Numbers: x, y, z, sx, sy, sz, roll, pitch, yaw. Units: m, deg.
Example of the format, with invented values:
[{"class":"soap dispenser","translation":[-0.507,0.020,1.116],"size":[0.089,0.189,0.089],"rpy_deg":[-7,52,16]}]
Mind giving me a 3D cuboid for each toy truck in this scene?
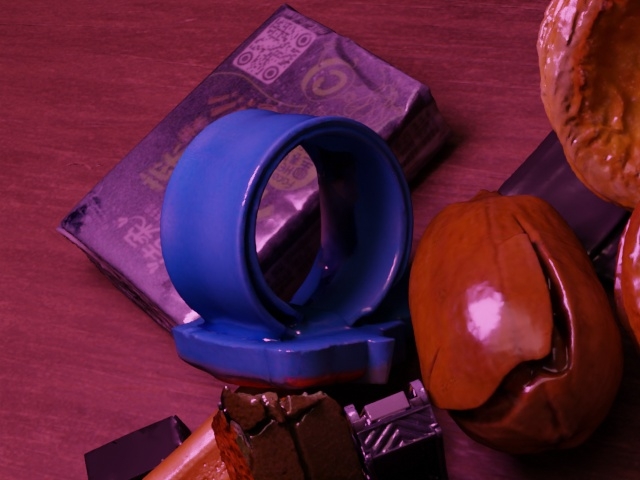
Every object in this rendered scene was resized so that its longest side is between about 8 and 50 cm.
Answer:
[{"class":"toy truck","translation":[0.077,0.214,1.599],"size":[0.083,0.192,0.092],"rpy_deg":[-21,55,-7]}]

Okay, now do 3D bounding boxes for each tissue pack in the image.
[{"class":"tissue pack","translation":[-0.080,-0.072,1.931],"size":[0.394,0.124,0.288],"rpy_deg":[-46,48,-10]}]

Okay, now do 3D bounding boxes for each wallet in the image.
[{"class":"wallet","translation":[0.367,-0.053,1.754],"size":[0.323,0.041,0.247],"rpy_deg":[34,75,34]}]

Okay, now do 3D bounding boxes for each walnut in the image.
[{"class":"walnut","translation":[0.186,0.066,1.656],"size":[0.209,0.209,0.336],"rpy_deg":[-19,42,12]}]

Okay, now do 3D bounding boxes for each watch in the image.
[{"class":"watch","translation":[0.000,0.000,1.700],"size":[0.305,0.274,0.241],"rpy_deg":[-15,15,-42]}]

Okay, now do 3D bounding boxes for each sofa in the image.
[{"class":"sofa","translation":[-0.197,0.242,1.812],"size":[0.118,0.039,0.060],"rpy_deg":[-24,51,7]}]

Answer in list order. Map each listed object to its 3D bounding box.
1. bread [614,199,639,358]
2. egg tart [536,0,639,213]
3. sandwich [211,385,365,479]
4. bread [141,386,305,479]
[{"class":"bread","translation":[0.418,0.040,1.542],"size":[0.312,0.172,0.312],"rpy_deg":[-4,78,18]},{"class":"egg tart","translation":[0.374,-0.169,1.683],"size":[0.319,0.319,0.128],"rpy_deg":[-17,11,14]},{"class":"sandwich","translation":[-0.023,0.250,1.614],"size":[0.109,0.292,0.212],"rpy_deg":[-21,7,-12]},{"class":"bread","translation":[-0.109,0.238,1.747],"size":[0.239,0.074,0.092],"rpy_deg":[-42,84,-7]}]
